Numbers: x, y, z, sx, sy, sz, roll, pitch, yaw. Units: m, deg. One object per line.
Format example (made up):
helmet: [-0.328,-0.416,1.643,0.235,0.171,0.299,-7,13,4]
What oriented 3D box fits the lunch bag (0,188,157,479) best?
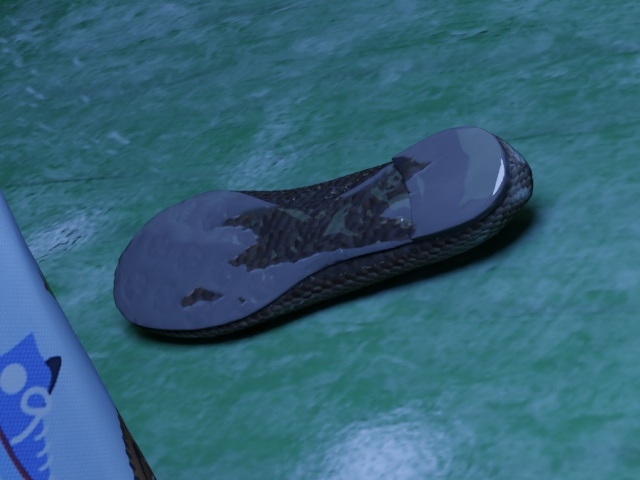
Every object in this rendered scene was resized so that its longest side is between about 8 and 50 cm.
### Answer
lunch bag: [-0.226,0.097,0.733,0.239,0.328,0.385,-40,30,-29]

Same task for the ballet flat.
ballet flat: [0.000,0.000,0.979,0.249,0.058,0.084,-19,66,25]
